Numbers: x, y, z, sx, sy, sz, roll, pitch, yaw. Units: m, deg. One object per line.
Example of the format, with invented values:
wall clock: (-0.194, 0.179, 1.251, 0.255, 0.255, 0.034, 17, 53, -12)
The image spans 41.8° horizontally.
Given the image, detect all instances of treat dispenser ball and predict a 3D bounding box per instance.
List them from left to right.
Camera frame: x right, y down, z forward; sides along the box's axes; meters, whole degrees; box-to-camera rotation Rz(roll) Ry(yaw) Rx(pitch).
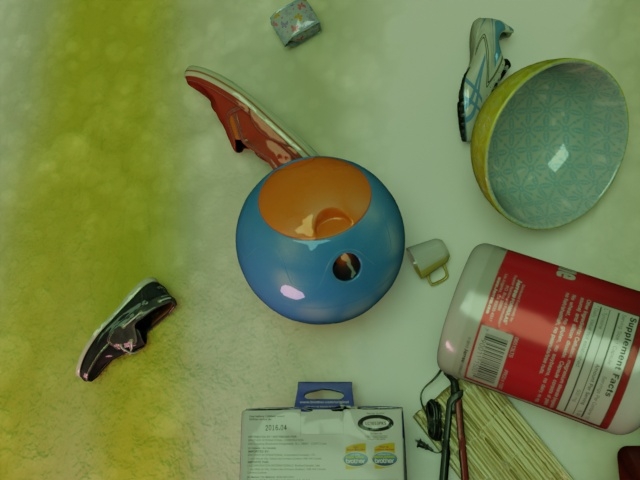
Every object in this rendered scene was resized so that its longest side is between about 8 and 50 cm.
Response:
treat dispenser ball: (0.000, 0.000, 1.427, 0.288, 0.288, 0.288, -3, 77, 12)

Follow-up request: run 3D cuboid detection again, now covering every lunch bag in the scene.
lunch bag: (-0.050, -0.429, 1.656, 0.083, 0.053, 0.071, -30, 75, -6)

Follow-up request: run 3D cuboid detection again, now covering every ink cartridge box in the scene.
ink cartridge box: (0.008, 0.417, 1.366, 0.270, 0.151, 0.395, -1, 69, 2)

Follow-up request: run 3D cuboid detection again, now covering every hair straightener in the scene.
hair straightener: (0.202, 0.332, 1.416, 0.089, 0.047, 0.230, -5, 77, 13)

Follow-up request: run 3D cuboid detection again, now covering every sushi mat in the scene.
sushi mat: (0.309, 0.376, 1.416, 0.151, 0.019, 0.316, -39, 73, 3)

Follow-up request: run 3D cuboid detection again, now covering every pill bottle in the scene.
pill bottle: (0.410, 0.168, 1.332, 0.408, 0.229, 0.229, 19, 82, 15)

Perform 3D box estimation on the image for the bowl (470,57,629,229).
bowl: (0.364, -0.177, 1.440, 0.289, 0.289, 0.156, -48, 30, -1)

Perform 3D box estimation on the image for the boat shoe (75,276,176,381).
boat shoe: (-0.367, 0.178, 1.574, 0.079, 0.084, 0.233, 40, 85, 18)

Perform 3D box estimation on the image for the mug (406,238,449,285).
mug: (0.198, 0.033, 1.505, 0.064, 0.078, 0.062, -27, 41, -4)

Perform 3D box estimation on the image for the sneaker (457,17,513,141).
sneaker: (0.300, -0.294, 1.536, 0.086, 0.085, 0.237, 12, 84, 7)

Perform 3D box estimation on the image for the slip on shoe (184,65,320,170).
slip on shoe: (-0.146, -0.221, 1.601, 0.331, 0.123, 0.101, 41, 93, 12)

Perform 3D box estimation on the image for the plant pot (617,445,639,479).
plant pot: (0.568, 0.434, 1.208, 0.267, 0.236, 0.267, -6, 76, 23)
